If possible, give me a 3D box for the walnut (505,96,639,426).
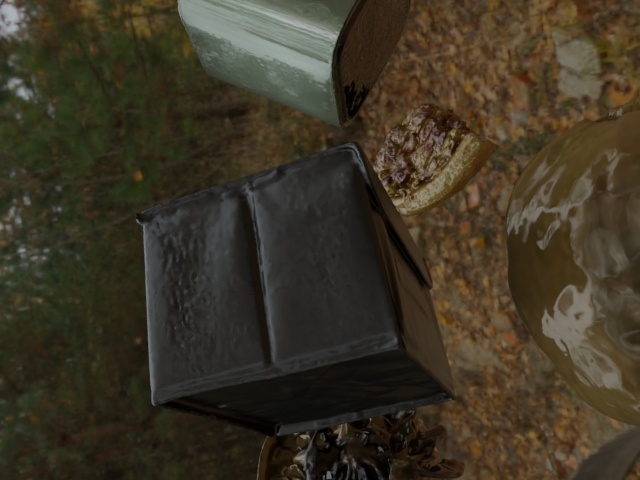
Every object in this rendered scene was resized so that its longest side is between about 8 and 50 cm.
[{"bbox_3d":[0.392,0.023,0.824,0.383,0.383,0.383,168,90,-81],"label":"walnut"}]

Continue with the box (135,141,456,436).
[{"bbox_3d":[-0.010,0.083,0.831,0.345,0.251,0.204,46,-149,-63],"label":"box"}]

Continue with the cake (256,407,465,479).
[{"bbox_3d":[0.056,0.376,1.184,0.321,0.332,0.332,105,154,-46],"label":"cake"}]

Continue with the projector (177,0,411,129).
[{"bbox_3d":[-0.026,-0.342,1.088,0.248,0.249,0.248,-62,-14,-14],"label":"projector"}]

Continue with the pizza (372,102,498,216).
[{"bbox_3d":[0.228,-0.184,1.640,0.409,0.114,0.277,-6,62,54],"label":"pizza"}]
